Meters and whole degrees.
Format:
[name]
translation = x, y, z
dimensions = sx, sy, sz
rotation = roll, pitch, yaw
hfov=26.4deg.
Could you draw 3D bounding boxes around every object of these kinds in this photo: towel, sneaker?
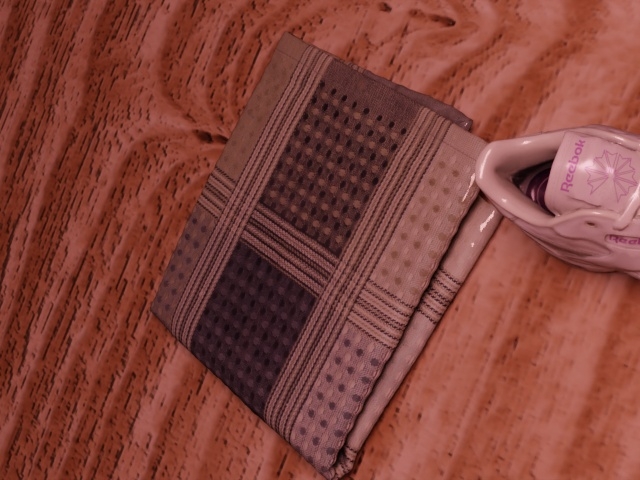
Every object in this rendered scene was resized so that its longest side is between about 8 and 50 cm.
[towel]
translation = 0.000, 0.000, 1.229
dimensions = 0.312, 0.056, 0.324
rotation = 36, 103, 44
[sneaker]
translation = 0.241, -0.013, 0.950
dimensions = 0.305, 0.152, 0.114
rotation = 11, 82, 40
